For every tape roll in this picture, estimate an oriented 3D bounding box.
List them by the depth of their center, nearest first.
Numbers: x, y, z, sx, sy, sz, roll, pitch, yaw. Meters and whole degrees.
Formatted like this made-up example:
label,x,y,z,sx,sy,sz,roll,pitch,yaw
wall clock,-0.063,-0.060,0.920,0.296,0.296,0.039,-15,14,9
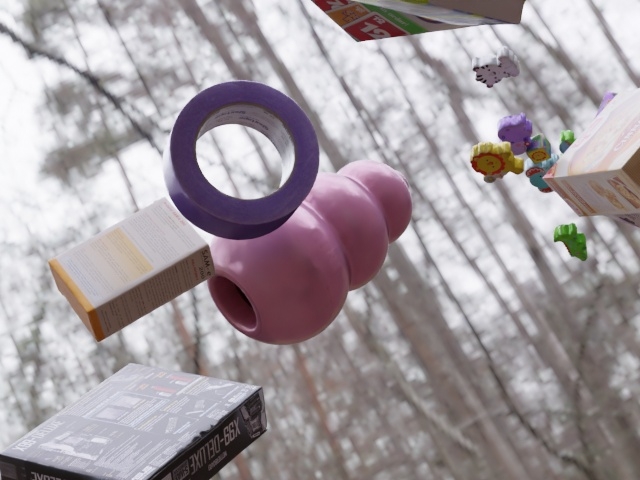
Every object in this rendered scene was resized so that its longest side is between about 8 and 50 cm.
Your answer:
label,x,y,z,sx,sy,sz,roll,pitch,yaw
tape roll,-0.101,-0.100,1.692,0.189,0.189,0.080,-21,-8,-18

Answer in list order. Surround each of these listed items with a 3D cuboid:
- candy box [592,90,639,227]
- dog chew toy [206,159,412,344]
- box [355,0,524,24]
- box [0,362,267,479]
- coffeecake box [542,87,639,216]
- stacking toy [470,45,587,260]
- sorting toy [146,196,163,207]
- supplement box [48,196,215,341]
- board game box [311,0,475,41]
label,x,y,z,sx,sy,sz,roll,pitch,yaw
candy box,0.494,-0.133,2.185,0.070,0.165,0.196,23,-87,-24
dog chew toy,0.000,0.000,1.886,0.332,0.206,0.206,-36,-18,-29
box,0.100,-0.228,1.223,0.178,0.042,0.109,7,5,-32
box,-0.257,0.281,1.885,0.242,0.076,0.307,6,23,28
coffeecake box,0.343,-0.099,1.448,0.142,0.068,0.185,-48,11,-11
stacking toy,0.242,-0.097,1.551,0.052,0.167,0.221,-21,-45,30
sorting toy,-0.220,-0.001,1.745,0.075,0.083,0.045,-24,8,34
supplement box,-0.132,0.020,0.948,0.098,0.062,0.036,-30,-38,-18
board game box,0.095,-0.265,1.410,0.259,0.039,0.124,-2,-30,46
